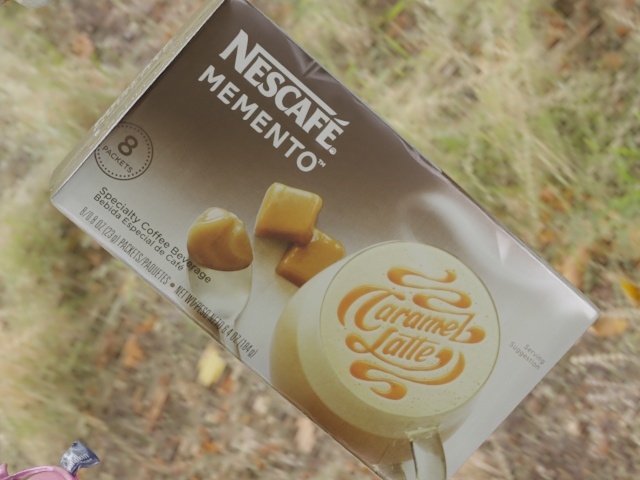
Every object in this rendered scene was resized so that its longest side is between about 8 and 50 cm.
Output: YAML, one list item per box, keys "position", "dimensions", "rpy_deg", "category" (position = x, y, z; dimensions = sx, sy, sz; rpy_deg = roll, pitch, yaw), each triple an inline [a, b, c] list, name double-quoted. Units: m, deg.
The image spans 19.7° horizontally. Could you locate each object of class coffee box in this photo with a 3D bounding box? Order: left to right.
- position: [0.000, 0.000, 0.942]
  dimensions: [0.141, 0.246, 0.098]
  rpy_deg: [-48, 12, 4]
  category: "coffee box"

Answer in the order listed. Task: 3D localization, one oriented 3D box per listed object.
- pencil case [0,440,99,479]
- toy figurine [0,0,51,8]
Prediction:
- position: [-0.112, 0.208, 0.891]
  dimensions: [0.095, 0.209, 0.098]
  rpy_deg: [-27, 18, -17]
  category: "pencil case"
- position: [-0.165, -0.207, 0.810]
  dimensions: [0.209, 0.148, 0.213]
  rpy_deg: [45, 110, -6]
  category: "toy figurine"
